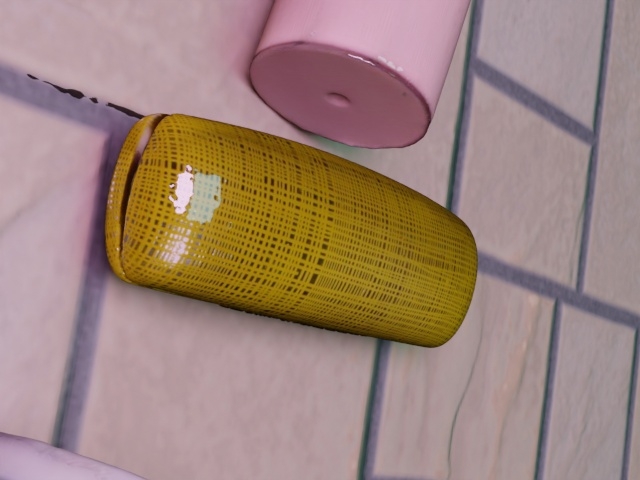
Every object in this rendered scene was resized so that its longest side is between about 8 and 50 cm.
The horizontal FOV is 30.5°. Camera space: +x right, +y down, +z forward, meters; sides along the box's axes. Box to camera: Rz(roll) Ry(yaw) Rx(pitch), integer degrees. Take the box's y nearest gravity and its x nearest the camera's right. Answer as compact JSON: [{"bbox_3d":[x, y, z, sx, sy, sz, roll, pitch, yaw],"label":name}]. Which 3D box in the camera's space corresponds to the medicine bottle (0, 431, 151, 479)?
[{"bbox_3d":[-0.101,0.189,0.353,0.139,0.139,0.237,45,56,-41],"label":"medicine bottle"}]

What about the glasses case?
[{"bbox_3d":[0.000,0.000,0.534,0.234,0.064,0.079,17,85,-51],"label":"glasses case"}]

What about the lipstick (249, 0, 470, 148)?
[{"bbox_3d":[0.057,-0.206,0.580,0.087,0.087,0.326,40,60,-44],"label":"lipstick"}]
